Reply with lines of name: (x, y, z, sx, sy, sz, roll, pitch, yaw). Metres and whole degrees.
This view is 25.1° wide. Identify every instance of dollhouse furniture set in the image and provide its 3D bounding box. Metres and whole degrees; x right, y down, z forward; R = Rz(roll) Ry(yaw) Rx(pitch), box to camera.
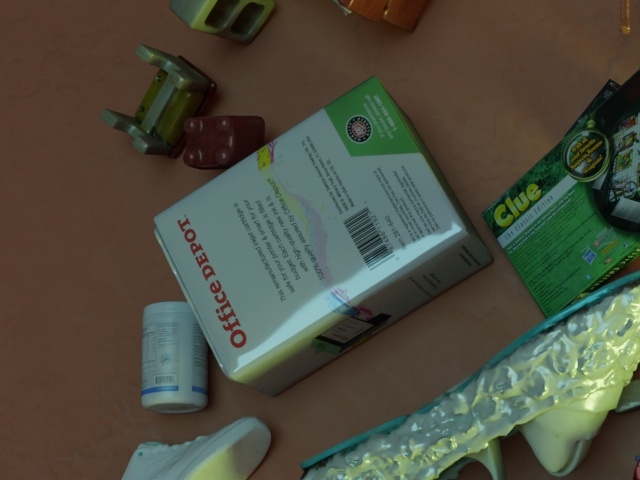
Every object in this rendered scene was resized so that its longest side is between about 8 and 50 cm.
dollhouse furniture set: (-0.045, -0.224, 1.552, 0.201, 0.152, 0.374, 40, 108, 25)

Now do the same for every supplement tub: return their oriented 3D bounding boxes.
supplement tub: (-0.153, 0.124, 1.506, 0.071, 0.071, 0.107, -7, 71, 19)

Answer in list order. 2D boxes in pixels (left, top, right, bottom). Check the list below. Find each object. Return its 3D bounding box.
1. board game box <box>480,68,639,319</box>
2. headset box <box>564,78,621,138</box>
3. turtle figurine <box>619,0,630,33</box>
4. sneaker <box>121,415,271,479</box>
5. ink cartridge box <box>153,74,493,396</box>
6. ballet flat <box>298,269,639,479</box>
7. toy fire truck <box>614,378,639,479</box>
board game box: (0.277, -0.051, 1.362, 0.259, 0.030, 0.136, -44, 64, 31)
headset box: (0.289, -0.109, 1.429, 0.062, 0.032, 0.083, 38, 91, 27)
turtle figurine: (0.421, -0.170, 1.368, 0.217, 0.087, 0.270, -25, 65, 7)
sneaker: (-0.150, 0.234, 1.474, 0.212, 0.080, 0.094, -39, 53, 7)
ink cartridge box: (0.000, 0.000, 1.459, 0.278, 0.117, 0.201, -32, 65, 9)
ballet flat: (0.164, 0.179, 1.329, 0.409, 0.147, 0.147, -33, 65, 22)
toy fire truck: (0.319, 0.144, 1.333, 0.135, 0.047, 0.192, 24, 84, 26)
